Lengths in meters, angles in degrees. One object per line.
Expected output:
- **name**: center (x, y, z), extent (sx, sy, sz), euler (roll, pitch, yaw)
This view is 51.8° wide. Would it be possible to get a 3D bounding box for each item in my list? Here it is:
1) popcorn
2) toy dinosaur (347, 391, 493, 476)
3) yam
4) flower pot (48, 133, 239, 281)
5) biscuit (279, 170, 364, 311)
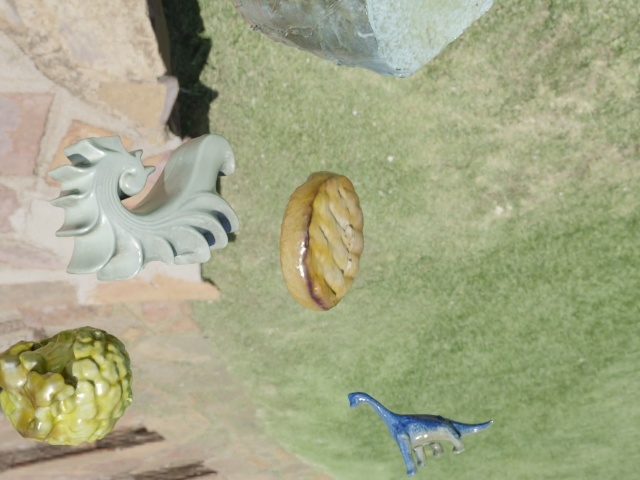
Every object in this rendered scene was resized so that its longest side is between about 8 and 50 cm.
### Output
- **popcorn**: center (-0.446, 0.251, 1.145), extent (0.236, 0.206, 0.251), euler (1, 167, 8)
- **toy dinosaur**: center (0.198, 0.343, 1.290), extent (0.247, 0.188, 0.075), euler (-22, 175, -4)
- **yam**: center (0.029, -0.325, 0.786), extent (0.202, 0.271, 0.201), euler (-45, 130, -20)
- **flower pot**: center (-0.310, -0.067, 1.244), extent (0.164, 0.254, 0.367), euler (-7, -177, 44)
- **biscuit**: center (0.000, 0.000, 1.396), extent (0.101, 0.297, 0.296), euler (5, 155, 27)
